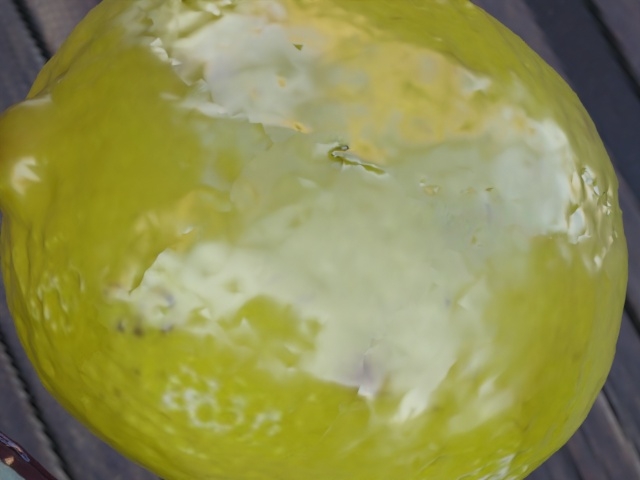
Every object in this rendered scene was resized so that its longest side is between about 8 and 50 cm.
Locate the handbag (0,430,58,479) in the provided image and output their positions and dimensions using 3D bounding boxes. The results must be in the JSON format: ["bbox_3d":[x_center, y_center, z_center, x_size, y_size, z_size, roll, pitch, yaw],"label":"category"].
[{"bbox_3d":[-0.207,0.168,0.807,0.235,0.127,0.213,40,96,11],"label":"handbag"}]

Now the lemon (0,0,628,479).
[{"bbox_3d":[-0.002,0.000,0.740,0.284,0.260,0.260,40,58,-20],"label":"lemon"}]
